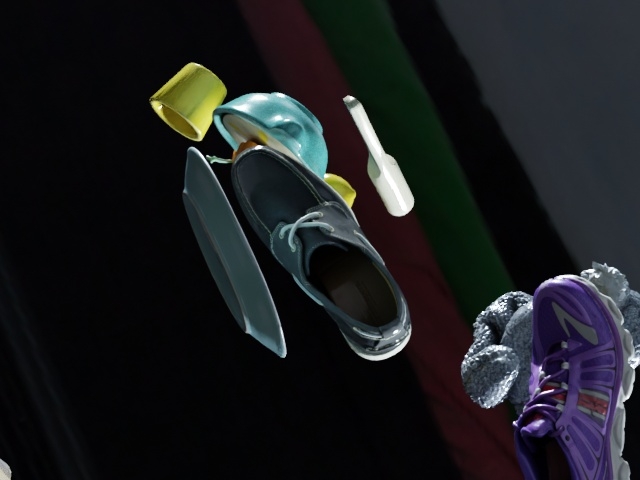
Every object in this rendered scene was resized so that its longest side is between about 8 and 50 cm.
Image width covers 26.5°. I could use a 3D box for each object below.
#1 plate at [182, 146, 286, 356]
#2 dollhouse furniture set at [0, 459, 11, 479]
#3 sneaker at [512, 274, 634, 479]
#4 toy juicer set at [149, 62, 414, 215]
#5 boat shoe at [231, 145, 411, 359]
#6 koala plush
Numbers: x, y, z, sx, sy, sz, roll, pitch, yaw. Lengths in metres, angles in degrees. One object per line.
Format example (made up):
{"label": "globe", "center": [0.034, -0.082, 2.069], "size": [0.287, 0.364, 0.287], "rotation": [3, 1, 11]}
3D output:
{"label": "plate", "center": [-0.077, 0.014, 1.111], "size": [0.188, 0.024, 0.188], "rotation": [156, 90, -81]}
{"label": "dollhouse furniture set", "center": [-0.364, 0.148, 0.833], "size": [0.355, 0.303, 0.174], "rotation": [51, -161, -39]}
{"label": "sneaker", "center": [0.154, 0.102, 0.851], "size": [0.071, 0.068, 0.170], "rotation": [15, -114, -41]}
{"label": "toy juicer set", "center": [-0.027, -0.072, 1.377], "size": [0.089, 0.329, 0.209], "rotation": [-54, -53, -15]}
{"label": "boat shoe", "center": [0.000, 0.000, 1.214], "size": [0.233, 0.084, 0.079], "rotation": [52, 178, 16]}
{"label": "koala plush", "center": [0.315, 0.123, 1.653], "size": [0.196, 0.221, 0.203], "rotation": [42, -142, -23]}
